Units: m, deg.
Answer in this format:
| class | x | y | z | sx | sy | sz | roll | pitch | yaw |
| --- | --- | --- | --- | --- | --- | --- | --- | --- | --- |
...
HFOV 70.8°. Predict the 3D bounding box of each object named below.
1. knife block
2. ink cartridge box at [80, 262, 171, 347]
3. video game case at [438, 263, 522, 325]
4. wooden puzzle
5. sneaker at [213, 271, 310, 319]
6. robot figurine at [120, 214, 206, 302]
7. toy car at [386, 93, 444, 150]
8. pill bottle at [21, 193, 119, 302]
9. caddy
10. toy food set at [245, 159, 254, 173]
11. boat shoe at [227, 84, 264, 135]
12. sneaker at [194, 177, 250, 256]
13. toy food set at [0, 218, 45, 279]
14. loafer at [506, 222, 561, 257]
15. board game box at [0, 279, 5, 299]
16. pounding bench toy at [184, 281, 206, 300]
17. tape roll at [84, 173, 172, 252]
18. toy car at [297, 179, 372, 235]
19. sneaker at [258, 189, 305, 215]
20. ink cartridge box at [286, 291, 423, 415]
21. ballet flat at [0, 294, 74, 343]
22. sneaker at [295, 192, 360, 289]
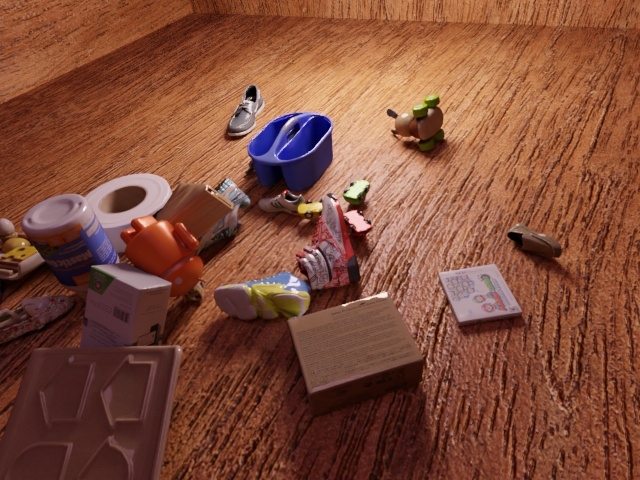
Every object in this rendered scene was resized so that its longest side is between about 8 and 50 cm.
| class | x | y | z | sx | sy | sz | roll | pitch | yaw |
| --- | --- | --- | --- | --- | --- | --- | --- | --- | --- |
| knife block | -0.367 | -0.027 | 1.157 | 0.276 | 0.088 | 0.242 | 12 | 70 | 52 |
| ink cartridge box | -0.427 | 0.177 | 0.979 | 0.160 | 0.219 | 0.093 | 18 | 12 | 27 |
| video game case | 0.369 | 0.124 | 1.055 | 0.143 | 0.019 | 0.157 | -9 | 42 | 0 |
| wooden puzzle | -0.428 | 0.361 | 0.835 | 0.348 | 0.080 | 0.321 | -5 | 59 | 11 |
| sneaker | -0.133 | 0.132 | 1.100 | 0.240 | 0.091 | 0.126 | 6 | 25 | 16 |
| robot figurine | -0.364 | 0.041 | 1.056 | 0.158 | 0.128 | 0.219 | -41 | 89 | -21 |
| toy car | 0.322 | -0.416 | 1.588 | 0.189 | 0.155 | 0.149 | 15 | 45 | 42 |
| pill bottle | -0.605 | 0.032 | 1.132 | 0.153 | 0.271 | 0.152 | -5 | 41 | 4 |
| caddy | -0.094 | -0.319 | 1.515 | 0.242 | 0.179 | 0.341 | 12 | 45 | 21 |
| toy food set | -0.226 | -0.292 | 1.584 | 0.019 | 0.078 | 0.122 | 36 | 47 | 0 |
| boat shoe | -0.315 | -0.539 | 1.858 | 0.117 | 0.099 | 0.319 | 3 | 43 | 13 |
| sneaker | -0.293 | -0.042 | 1.289 | 0.110 | 0.122 | 0.282 | -19 | 40 | 60 |
| toy food set | -0.897 | 0.008 | 1.309 | 0.307 | 0.092 | 0.219 | 5 | 29 | 16 |
| loafer | 0.534 | 0.007 | 1.137 | 0.050 | 0.056 | 0.148 | -26 | 34 | -18 |
| board game box | -0.938 | 0.177 | 1.196 | 0.141 | 0.048 | 0.170 | -15 | 41 | -11 |
| pounding bench toy | -0.342 | 0.120 | 1.142 | 0.084 | 0.065 | 0.052 | -3 | 55 | 6 |
| tape roll | -0.597 | -0.091 | 1.402 | 0.287 | 0.100 | 0.286 | -4 | 42 | 4 |
| toy car | 0.080 | -0.101 | 1.333 | 0.239 | 0.053 | 0.225 | 19 | 48 | 27 |
| sneaker | -0.118 | -0.124 | 1.375 | 0.162 | 0.075 | 0.057 | 11 | 45 | 20 |
| ink cartridge box | 0.067 | 0.228 | 0.937 | 0.235 | 0.088 | 0.193 | -15 | 40 | -6 |
| ballet flat | -0.749 | 0.192 | 1.125 | 0.241 | 0.077 | 0.091 | -29 | 44 | -23 |
| sneaker | 0.000 | 0.000 | 1.165 | 0.145 | 0.090 | 0.269 | -14 | 62 | -3 |
